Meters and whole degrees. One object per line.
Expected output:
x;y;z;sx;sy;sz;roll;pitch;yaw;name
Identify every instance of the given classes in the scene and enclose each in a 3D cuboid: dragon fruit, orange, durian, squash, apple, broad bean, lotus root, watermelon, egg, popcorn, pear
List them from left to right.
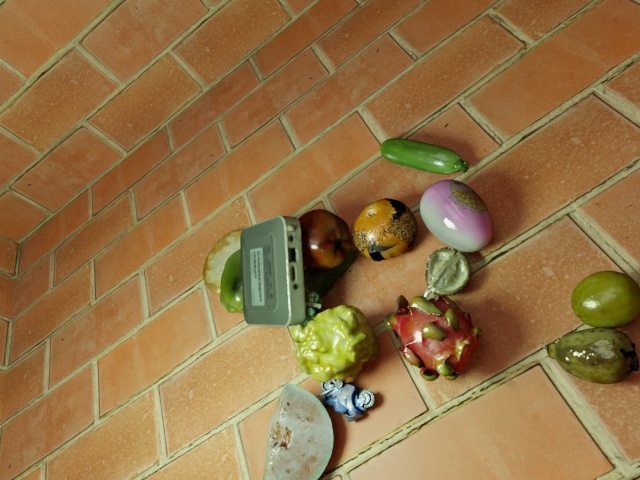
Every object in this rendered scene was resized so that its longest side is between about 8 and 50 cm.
-0.301;0.156;1.967;0.238;0.119;0.290;-6;60;28;broad bean
-0.072;0.627;1.525;0.175;0.188;0.321;136;152;-75;watermelon
0.001;-0.001;1.732;0.234;0.234;0.233;-17;54;25;apple
0.046;0.322;1.531;0.250;0.241;0.234;-16;34;10;popcorn
0.221;-0.041;1.709;0.235;0.182;0.234;-28;39;25;orange
0.371;-0.317;1.823;0.395;0.107;0.107;24;78;40;squash
0.318;0.273;1.421;0.227;0.307;0.243;-40;89;-13;dragon fruit
0.391;0.116;1.545;0.148;0.091;0.188;40;78;23;durian
0.439;-0.077;1.573;0.196;0.196;0.271;-38;67;9;egg
0.679;0.289;1.227;0.214;0.138;0.138;-13;55;44;lotus root
0.739;0.154;1.257;0.162;0.149;0.148;-31;49;30;pear

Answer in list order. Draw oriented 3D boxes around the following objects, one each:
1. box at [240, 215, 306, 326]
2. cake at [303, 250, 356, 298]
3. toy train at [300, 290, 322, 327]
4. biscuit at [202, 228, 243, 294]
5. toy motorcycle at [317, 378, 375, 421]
-0.181;0.115;1.712;0.373;0.091;0.366;-15;78;57;box
0.022;0.104;1.800;0.235;0.099;0.100;-48;49;-2;cake
-0.031;0.248;1.686;0.081;0.194;0.125;10;63;1;toy train
-0.419;0.082;2.148;0.205;0.040;0.308;16;72;39;biscuit
0.076;0.502;1.536;0.205;0.076;0.114;8;75;38;toy motorcycle
